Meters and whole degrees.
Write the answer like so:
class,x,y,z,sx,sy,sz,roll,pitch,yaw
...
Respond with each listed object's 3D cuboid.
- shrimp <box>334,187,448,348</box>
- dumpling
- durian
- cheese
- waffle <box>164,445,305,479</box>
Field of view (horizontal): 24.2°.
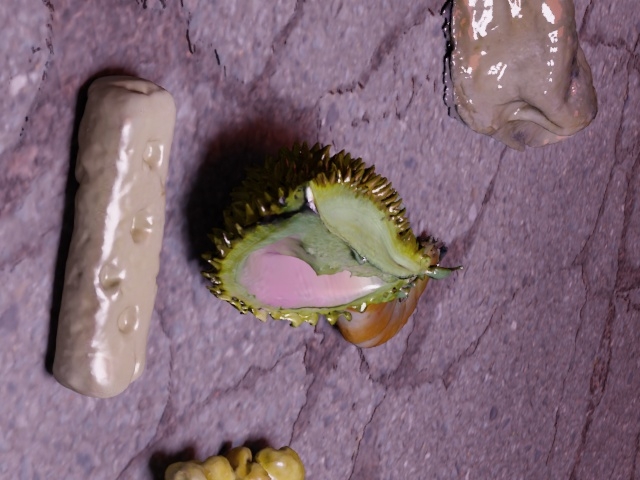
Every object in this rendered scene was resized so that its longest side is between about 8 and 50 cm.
class,x,y,z,sx,sy,sz,roll,pitch,yaw
shrimp,0.063,0.007,1.186,0.166,0.049,0.161,-32,134,-49
dumpling,0.175,-0.165,1.242,0.166,0.086,0.332,-57,143,-28
durian,-0.004,-0.007,1.023,0.220,0.137,0.095,35,42,-53
cheese,-0.121,-0.001,0.888,0.065,0.043,0.194,-18,119,-59
waffle,-0.092,0.292,1.076,0.281,0.058,0.301,0,104,-59
